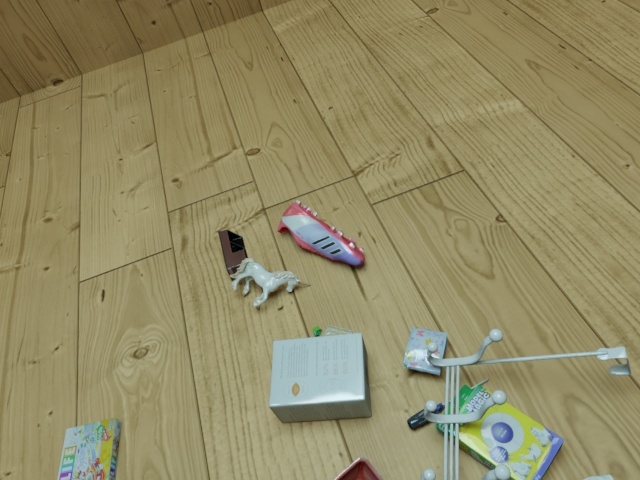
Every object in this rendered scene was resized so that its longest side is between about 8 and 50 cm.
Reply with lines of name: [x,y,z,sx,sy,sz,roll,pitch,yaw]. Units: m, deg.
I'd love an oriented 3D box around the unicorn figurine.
unicorn figurine: [-0.121,0.093,1.178,0.162,0.060,0.111,36,90,11]

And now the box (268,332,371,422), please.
box: [0.001,0.253,0.987,0.171,0.091,0.130,-7,52,10]

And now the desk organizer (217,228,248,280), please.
desk organizer: [-0.204,0.028,1.275,0.050,0.047,0.130,-18,48,-4]

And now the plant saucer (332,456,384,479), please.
plant saucer: [0.044,0.493,0.751,0.258,0.047,0.259,-36,73,-16]

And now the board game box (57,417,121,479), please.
board game box: [-0.436,0.421,1.009,0.104,0.026,0.154,-15,48,3]

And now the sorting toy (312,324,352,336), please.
sorting toy: [0.016,0.199,1.086,0.083,0.012,0.062,10,54,23]

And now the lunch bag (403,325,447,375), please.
lunch bag: [0.196,0.210,1.001,0.071,0.053,0.083,7,43,18]

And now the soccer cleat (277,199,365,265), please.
soccer cleat: [0.000,0.000,1.234,0.248,0.083,0.095,38,97,32]

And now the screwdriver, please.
screwdriver: [0.226,0.282,0.950,0.170,0.024,0.025,-30,77,-13]

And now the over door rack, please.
over door rack: [0.318,0.260,0.813,0.325,0.108,0.239,-2,48,18]

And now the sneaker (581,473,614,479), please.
sneaker: [0.444,0.421,0.738,0.094,0.080,0.212,-16,45,-15]

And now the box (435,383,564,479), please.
box: [0.289,0.317,0.884,0.179,0.043,0.105,29,62,33]
